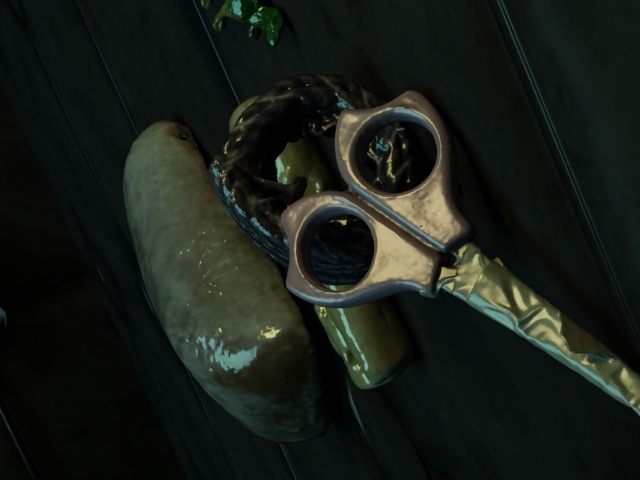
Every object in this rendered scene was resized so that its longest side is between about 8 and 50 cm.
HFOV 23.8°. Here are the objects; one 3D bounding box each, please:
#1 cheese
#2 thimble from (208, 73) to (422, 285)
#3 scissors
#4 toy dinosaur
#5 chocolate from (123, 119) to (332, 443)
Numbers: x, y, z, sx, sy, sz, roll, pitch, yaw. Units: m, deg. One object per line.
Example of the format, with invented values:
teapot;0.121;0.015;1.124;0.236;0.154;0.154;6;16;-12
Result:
cheese;0.000;0.000;0.933;0.194;0.043;0.065;65;168;-2
thimble;0.003;-0.031;0.768;0.104;0.095;0.066;23;167;11
scissors;0.066;0.016;0.662;0.212;0.110;0.021;37;-172;36
toy dinosaur;-0.051;-0.162;0.882;0.060;0.029;0.119;-29;81;61
chocolate;-0.094;0.041;1.280;0.303;0.100;0.185;58;169;36
